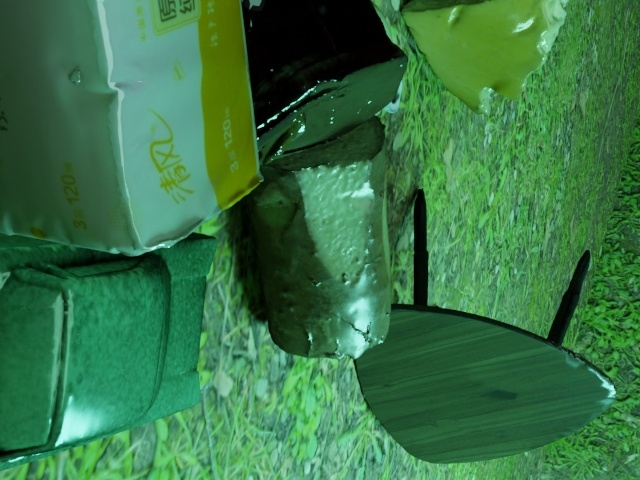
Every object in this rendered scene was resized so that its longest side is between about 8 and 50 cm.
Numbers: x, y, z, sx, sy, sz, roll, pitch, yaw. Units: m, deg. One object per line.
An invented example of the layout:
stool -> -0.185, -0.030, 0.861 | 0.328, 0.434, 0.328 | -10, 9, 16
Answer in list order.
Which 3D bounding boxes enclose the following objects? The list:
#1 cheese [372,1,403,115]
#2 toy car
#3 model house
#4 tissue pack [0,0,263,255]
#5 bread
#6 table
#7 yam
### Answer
cheese -> 0.039, -0.169, 0.905 | 0.227, 0.064, 0.137 | 7, 97, -63
toy car -> -0.161, 0.058, 0.530 | 0.320, 0.097, 0.141 | -3, 101, -64
model house -> -0.035, -0.159, 0.685 | 0.203, 0.141, 0.164 | -23, 77, -46
tissue pack -> -0.138, -0.122, 0.411 | 0.124, 0.185, 0.225 | -43, 135, -52
bread -> 0.247, -0.284, 1.125 | 0.224, 0.211, 0.184 | 54, 44, -50
table -> 0.193, 0.090, 1.169 | 0.249, 0.317, 0.317 | -74, 157, -44
yam -> 0.000, -0.001, 0.819 | 0.128, 0.129, 0.238 | -69, 160, -55
